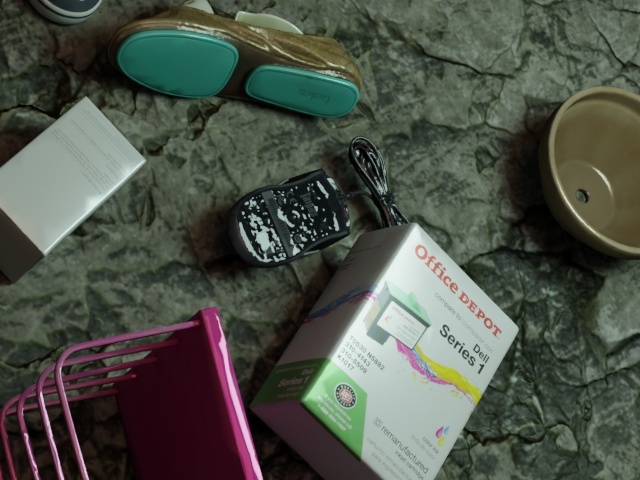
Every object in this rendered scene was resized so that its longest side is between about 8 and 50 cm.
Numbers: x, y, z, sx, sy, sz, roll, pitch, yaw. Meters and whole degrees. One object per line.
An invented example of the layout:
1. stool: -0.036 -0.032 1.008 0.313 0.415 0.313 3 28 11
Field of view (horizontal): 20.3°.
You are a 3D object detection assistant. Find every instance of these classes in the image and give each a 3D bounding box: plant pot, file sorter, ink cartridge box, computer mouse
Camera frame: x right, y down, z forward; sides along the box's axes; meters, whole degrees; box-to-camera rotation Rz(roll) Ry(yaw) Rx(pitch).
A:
1. plant pot: 0.373 -0.077 2.372 0.237 0.109 0.237 11 66 -26
2. file sorter: -0.211 0.218 1.831 0.182 0.290 0.202 -9 75 -28
3. ink cartridge box: 0.079 0.147 2.089 0.201 0.117 0.278 45 59 -20
4. computer mouse: 0.000 0.000 2.176 0.262 0.060 0.184 -29 93 -37

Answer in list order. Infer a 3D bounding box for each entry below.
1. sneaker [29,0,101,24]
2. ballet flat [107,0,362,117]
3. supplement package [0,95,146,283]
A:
1. sneaker: -0.300 -0.424 2.138 0.126 0.127 0.321 4 70 -29
2. ballet flat: -0.107 -0.236 2.186 0.342 0.116 0.124 7 47 -26
3. supplement package: -0.302 -0.056 1.999 0.105 0.105 0.179 48 56 -5
